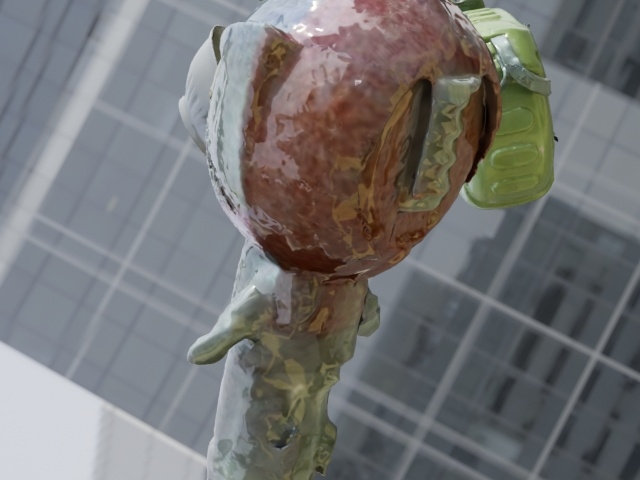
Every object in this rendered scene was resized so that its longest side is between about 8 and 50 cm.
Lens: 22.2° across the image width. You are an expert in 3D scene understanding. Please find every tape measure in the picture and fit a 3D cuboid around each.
[{"bbox_3d":[0.133,-0.102,1.242,0.177,0.087,0.154,-102,3,-75],"label":"tape measure"}]

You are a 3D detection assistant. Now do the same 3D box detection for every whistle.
[{"bbox_3d":[0.000,0.001,0.793,0.142,0.133,0.346,-38,-37,-64],"label":"whistle"}]

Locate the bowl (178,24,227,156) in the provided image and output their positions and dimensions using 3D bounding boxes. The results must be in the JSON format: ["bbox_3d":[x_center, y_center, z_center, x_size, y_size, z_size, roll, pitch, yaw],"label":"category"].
[{"bbox_3d":[-0.110,-0.149,1.902,0.086,0.189,0.189,-28,-9,14],"label":"bowl"}]

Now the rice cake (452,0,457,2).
[{"bbox_3d":[0.096,-0.237,1.404,0.047,0.036,0.207,-16,-83,-81],"label":"rice cake"}]
